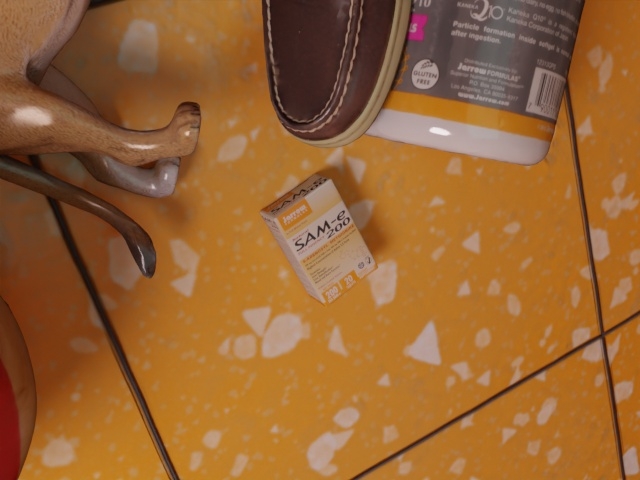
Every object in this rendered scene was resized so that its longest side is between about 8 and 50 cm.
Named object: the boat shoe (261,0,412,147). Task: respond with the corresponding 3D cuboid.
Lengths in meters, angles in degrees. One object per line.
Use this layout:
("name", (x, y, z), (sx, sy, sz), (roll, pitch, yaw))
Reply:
("boat shoe", (-0.012, -0.238, 0.483), (0.123, 0.123, 0.342), (-4, 102, -52))

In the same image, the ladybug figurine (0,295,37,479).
("ladybug figurine", (-0.285, 0.137, 0.306), (0.161, 0.449, 0.305), (11, 115, 14))

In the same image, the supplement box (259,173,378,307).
("supplement box", (0.000, 0.000, 0.619), (0.062, 0.036, 0.098), (-37, 116, -14))

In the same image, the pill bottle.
("pill bottle", (0.129, -0.207, 0.558), (0.162, 0.162, 0.279), (6, 100, -27))

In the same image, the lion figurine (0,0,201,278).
("lion figurine", (-0.183, -0.163, 0.425), (0.240, 0.142, 0.392), (7, 110, -17))
